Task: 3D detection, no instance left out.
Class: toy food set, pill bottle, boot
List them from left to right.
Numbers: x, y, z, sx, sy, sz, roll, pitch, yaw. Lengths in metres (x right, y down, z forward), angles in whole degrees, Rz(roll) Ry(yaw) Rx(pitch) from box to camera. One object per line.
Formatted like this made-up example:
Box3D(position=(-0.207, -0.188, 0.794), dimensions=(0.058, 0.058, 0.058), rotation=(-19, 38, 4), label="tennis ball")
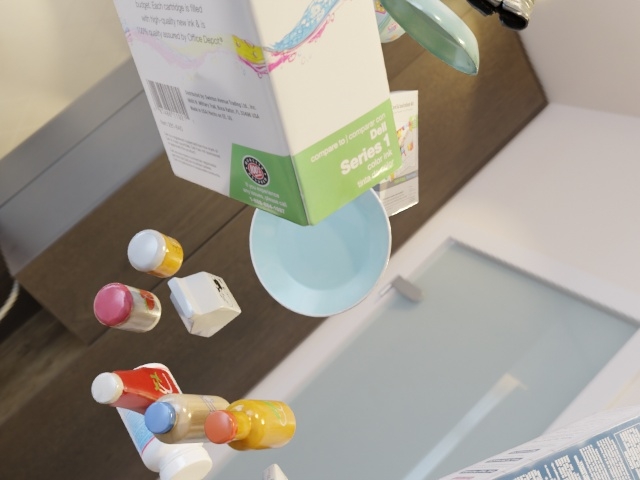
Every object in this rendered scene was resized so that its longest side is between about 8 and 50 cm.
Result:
Box3D(position=(-0.211, 0.251, 0.976), dimensions=(0.160, 0.087, 0.087), rotation=(51, -7, 32), label="pill bottle")
Box3D(position=(-0.129, 0.089, 0.611), dimensions=(0.232, 0.111, 0.104), rotation=(57, 9, 22), label="toy food set")
Box3D(position=(0.295, -0.492, 1.292), dimensions=(0.246, 0.161, 0.083), rotation=(34, -21, 2), label="boot")

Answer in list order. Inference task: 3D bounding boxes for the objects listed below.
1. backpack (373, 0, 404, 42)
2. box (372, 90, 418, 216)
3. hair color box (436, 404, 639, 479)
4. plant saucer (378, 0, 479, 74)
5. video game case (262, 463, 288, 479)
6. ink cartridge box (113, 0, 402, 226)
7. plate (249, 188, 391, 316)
Box3D(position=(0.041, -0.339, 0.916), dimensions=(0.188, 0.144, 0.166), rotation=(47, -51, 9), label="backpack")
Box3D(position=(0.110, -0.137, 1.141), dimensions=(0.038, 0.145, 0.186), rotation=(5, -74, 30), label="box")
Box3D(position=(0.332, 0.346, 1.047), dimensions=(0.174, 0.347, 0.105), rotation=(124, -52, -68), label="hair color box")
Box3D(position=(0.103, -0.198, 0.664), dimensions=(0.119, 0.021, 0.119), rotation=(39, 5, -4), label="plant saucer")
Box3D(position=(0.006, 0.262, 0.573), dimensions=(0.157, 0.019, 0.143), rotation=(54, -5, -3), label="video game case")
Box3D(position=(-0.063, -0.175, 0.570), dimensions=(0.201, 0.117, 0.278), rotation=(22, -44, 45), label="ink cartridge box")
Box3D(position=(0.000, 0.000, 0.897), dimensions=(0.188, 0.188, 0.024), rotation=(43, 15, 18), label="plate")
